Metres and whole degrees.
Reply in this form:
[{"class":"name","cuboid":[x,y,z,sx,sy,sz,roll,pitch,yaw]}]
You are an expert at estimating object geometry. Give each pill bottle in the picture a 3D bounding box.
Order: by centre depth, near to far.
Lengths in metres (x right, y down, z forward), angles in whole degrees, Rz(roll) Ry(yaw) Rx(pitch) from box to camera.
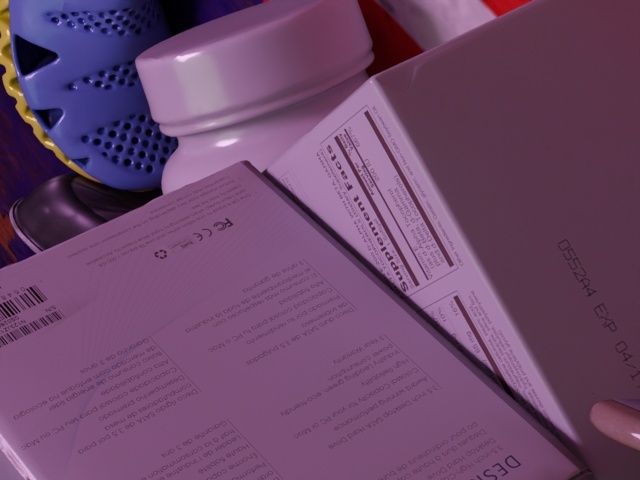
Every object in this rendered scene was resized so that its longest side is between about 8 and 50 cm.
[{"class":"pill bottle","cuboid":[0.000,0.000,1.032,0.161,0.161,0.283,5,117,59]}]

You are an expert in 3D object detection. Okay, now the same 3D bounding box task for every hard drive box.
[{"class":"hard drive box","cuboid":[-0.036,0.091,0.706,0.232,0.181,0.089,43,146,35]}]

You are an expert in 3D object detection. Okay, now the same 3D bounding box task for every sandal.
[{"class":"sandal","cuboid":[-0.165,-0.181,1.205,0.138,0.126,0.317,6,121,54]}]

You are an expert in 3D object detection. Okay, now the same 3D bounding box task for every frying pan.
[{"class":"frying pan","cuboid":[-0.091,0.031,1.223,0.326,0.197,0.053,36,110,39]}]

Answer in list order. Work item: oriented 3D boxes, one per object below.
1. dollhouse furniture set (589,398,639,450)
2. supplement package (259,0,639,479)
[{"class":"dollhouse furniture set","cuboid":[0.207,-0.049,0.507,0.286,0.198,0.303,21,104,55]},{"class":"supplement package","cuboid":[0.134,0.026,0.777,0.262,0.204,0.145,61,152,3]}]
